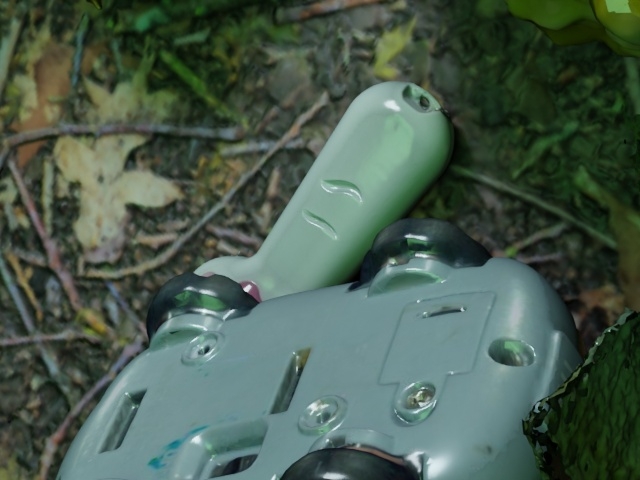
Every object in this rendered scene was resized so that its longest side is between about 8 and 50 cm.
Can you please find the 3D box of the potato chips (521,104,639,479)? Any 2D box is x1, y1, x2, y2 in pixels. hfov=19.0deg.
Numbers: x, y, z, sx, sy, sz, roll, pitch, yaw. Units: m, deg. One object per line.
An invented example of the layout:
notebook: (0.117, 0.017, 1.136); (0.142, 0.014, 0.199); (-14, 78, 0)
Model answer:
potato chips: (0.163, 0.045, 0.884); (0.029, 0.202, 0.220); (5, 73, 43)

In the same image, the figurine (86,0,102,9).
figurine: (-0.082, -0.249, 1.013); (0.189, 0.142, 0.263); (40, 105, 22)

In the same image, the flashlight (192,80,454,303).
flashlight: (0.000, 0.000, 1.034); (0.093, 0.047, 0.200); (42, 108, 14)

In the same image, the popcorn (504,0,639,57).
popcorn: (0.138, -0.227, 0.843); (0.334, 0.293, 0.292); (15, 99, 8)

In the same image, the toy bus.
toy bus: (0.013, 0.142, 0.944); (0.287, 0.194, 0.232); (-13, 120, 27)
